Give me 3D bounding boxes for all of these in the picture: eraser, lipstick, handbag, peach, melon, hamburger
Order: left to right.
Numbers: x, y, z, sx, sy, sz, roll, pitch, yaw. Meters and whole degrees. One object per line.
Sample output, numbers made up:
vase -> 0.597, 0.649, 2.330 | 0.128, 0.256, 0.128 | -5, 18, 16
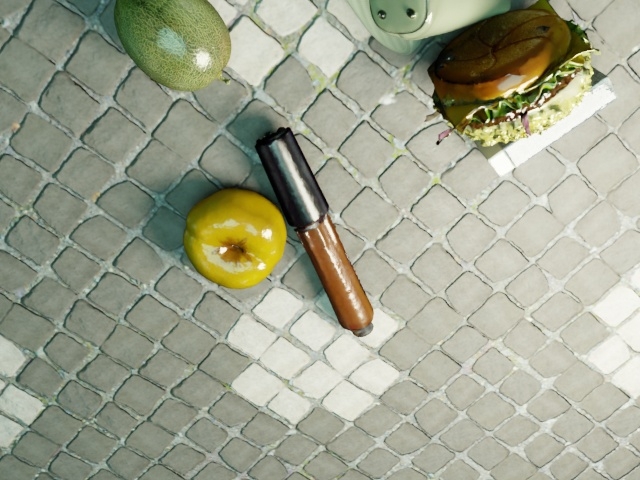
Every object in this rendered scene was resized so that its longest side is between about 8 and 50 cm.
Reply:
melon -> -0.205, -0.289, 0.968 | 0.192, 0.139, 0.139 | 40, 108, -17
peach -> -0.146, -0.002, 1.137 | 0.179, 0.103, 0.179 | -3, 117, -6
lipstick -> 0.000, 0.000, 1.160 | 0.077, 0.077, 0.418 | -21, 117, 8
handbag -> 0.193, -0.397, 0.872 | 0.315, 0.109, 0.241 | -28, 124, -31
hamburger -> 0.268, -0.228, 0.973 | 0.262, 0.243, 0.138 | -21, 126, 16
eraser -> 0.354, -0.191, 1.074 | 0.213, 0.092, 0.046 | -36, 114, 16

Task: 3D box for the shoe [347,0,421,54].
shoe -> 0.101, -0.446, 0.926 | 0.160, 0.132, 0.363 | -39, 131, -17
